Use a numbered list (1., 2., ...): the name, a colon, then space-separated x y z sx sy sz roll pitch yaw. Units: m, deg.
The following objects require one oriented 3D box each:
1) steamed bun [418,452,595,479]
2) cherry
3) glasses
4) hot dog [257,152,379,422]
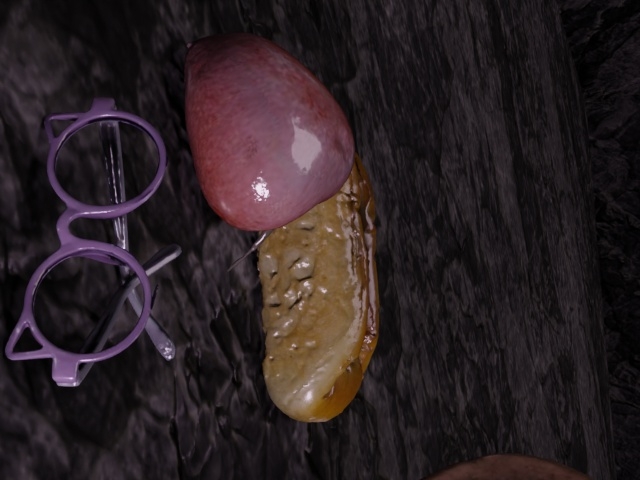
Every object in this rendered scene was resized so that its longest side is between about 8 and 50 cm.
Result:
1. steamed bun: 0.081 0.304 0.697 0.252 0.199 0.301 86 19 -48
2. cherry: -0.032 -0.059 0.654 0.126 0.087 0.106 62 35 -35
3. glasses: -0.101 0.014 0.529 0.104 0.062 0.140 92 -1 -66
4. hot dog: 0.000 0.000 0.747 0.084 0.073 0.243 25 59 -73
